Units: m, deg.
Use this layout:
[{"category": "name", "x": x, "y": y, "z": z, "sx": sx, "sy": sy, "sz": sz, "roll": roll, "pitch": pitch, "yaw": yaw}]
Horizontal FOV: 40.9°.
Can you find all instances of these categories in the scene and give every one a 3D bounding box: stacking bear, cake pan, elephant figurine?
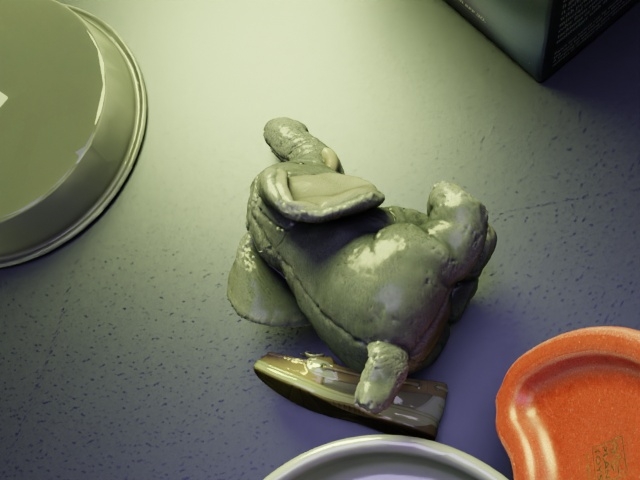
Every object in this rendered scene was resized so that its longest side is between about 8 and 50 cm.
[{"category": "stacking bear", "x": 0.275, "y": 0.170, "z": 0.530, "sx": 0.289, "sy": 0.164, "sz": 0.175, "roll": 21, "pitch": 52, "yaw": -20}, {"category": "cake pan", "x": -0.315, "y": -0.118, "z": 0.821, "sx": 0.293, "sy": 0.054, "sz": 0.293, "roll": -3, "pitch": 69, "yaw": 9}, {"category": "elephant figurine", "x": 0.000, "y": 0.000, "z": 0.673, "sx": 0.239, "sy": 0.186, "sz": 0.169, "roll": 29, "pitch": 90, "yaw": 16}]

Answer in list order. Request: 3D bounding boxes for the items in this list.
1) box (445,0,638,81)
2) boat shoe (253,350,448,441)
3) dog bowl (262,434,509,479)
[{"category": "box", "x": 0.143, "y": -0.340, "z": 0.694, "sx": 0.182, "sy": 0.294, "sz": 0.296, "roll": -40, "pitch": 68, "yaw": -6}, {"category": "boat shoe", "x": 0.023, "y": 0.114, "z": 0.681, "sx": 0.153, "sy": 0.056, "sz": 0.048, "roll": 15, "pitch": 66, "yaw": 12}, {"category": "dog bowl", "x": 0.049, "y": 0.273, "z": 0.591, "sx": 0.264, "sy": 0.104, "sz": 0.265, "roll": -3, "pitch": 71, "yaw": 9}]
